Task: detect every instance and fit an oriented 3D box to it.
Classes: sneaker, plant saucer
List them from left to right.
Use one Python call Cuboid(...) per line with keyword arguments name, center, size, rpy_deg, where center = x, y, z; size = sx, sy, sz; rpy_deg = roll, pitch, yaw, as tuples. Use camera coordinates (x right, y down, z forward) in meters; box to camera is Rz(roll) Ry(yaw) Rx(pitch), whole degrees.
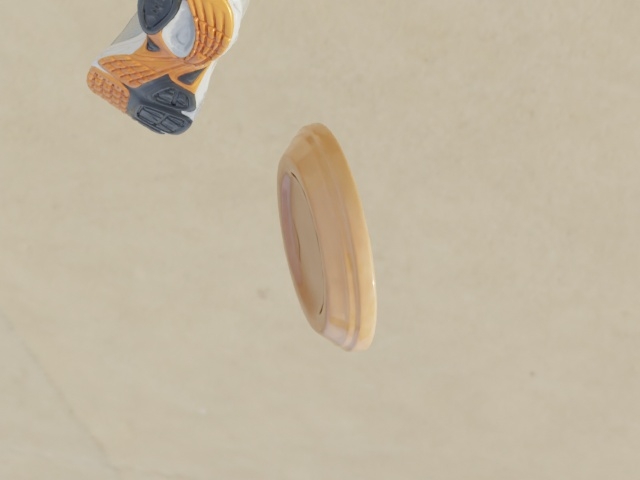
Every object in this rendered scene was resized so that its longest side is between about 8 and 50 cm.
Cuboid(name="sneaker", center=(-0.108, -0.180, 1.126), size=(0.099, 0.121, 0.262), rpy_deg=(34, 152, -12))
Cuboid(name="plant saucer", center=(0.000, 0.000, 1.166), size=(0.037, 0.200, 0.200), rpy_deg=(-12, 154, -13))
